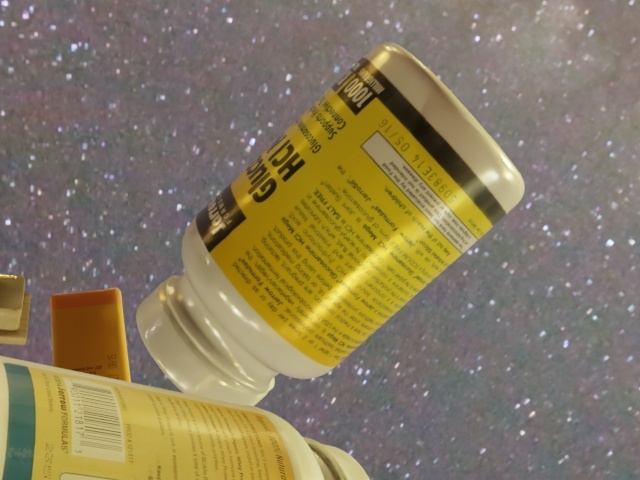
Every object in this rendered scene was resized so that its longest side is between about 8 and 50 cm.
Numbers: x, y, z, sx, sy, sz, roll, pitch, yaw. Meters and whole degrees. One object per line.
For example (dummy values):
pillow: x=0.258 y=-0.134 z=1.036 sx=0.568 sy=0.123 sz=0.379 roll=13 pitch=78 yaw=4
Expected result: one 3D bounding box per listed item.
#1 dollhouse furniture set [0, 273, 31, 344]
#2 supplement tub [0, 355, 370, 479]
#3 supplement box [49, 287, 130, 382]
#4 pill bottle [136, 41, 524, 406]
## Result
dollhouse furniture set: x=-0.419 y=-0.012 z=0.674 sx=0.355 sy=0.174 sz=0.303 roll=9 pitch=-139 yaw=-20
supplement tub: x=-0.085 y=0.136 z=0.357 sx=0.199 sy=0.144 sz=0.144 roll=19 pitch=-134 yaw=-30
supplement box: x=-0.233 y=0.161 z=0.844 sx=0.078 sy=0.080 sz=0.233 roll=-4 pitch=-135 yaw=-15
pill bottle: x=0.000 y=0.000 z=0.740 sx=0.334 sy=0.188 sz=0.188 roll=-43 pitch=-112 yaw=8
